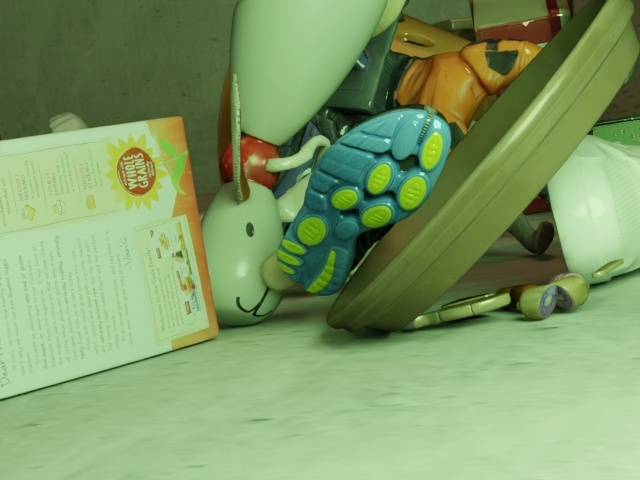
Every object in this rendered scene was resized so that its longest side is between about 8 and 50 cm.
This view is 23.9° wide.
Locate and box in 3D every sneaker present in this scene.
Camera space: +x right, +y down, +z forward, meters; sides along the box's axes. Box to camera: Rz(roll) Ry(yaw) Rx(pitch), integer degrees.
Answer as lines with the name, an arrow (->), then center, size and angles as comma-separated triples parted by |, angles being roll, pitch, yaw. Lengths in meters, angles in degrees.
sneaker -> 0.027, -0.035, 0.961 | 0.078, 0.067, 0.188 | -59, 3, -36
sneaker -> 0.255, -0.038, 1.051 | 0.169, 0.108, 0.292 | -11, 2, 19

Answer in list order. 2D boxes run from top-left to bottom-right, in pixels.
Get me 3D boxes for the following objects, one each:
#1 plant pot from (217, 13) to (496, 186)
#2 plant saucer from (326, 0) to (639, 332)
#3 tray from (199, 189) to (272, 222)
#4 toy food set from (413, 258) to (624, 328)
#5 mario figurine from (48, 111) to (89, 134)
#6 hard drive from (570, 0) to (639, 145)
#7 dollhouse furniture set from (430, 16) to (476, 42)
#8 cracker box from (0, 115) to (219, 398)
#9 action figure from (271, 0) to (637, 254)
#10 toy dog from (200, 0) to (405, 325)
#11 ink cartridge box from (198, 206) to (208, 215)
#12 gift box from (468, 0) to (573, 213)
plant pot -> 0.053, -0.119, 1.571 | 0.203, 0.291, 0.291 | 12, 14, 27
plant saucer -> 0.105, -0.044, 0.942 | 0.278, 0.041, 0.278 | -49, 3, 3
tray -> -0.123, 0.000, 1.371 | 0.145, 0.030, 0.270 | -25, 0, 43
toy food set -> 0.124, 0.038, 0.929 | 0.122, 0.019, 0.078 | -15, 1, 26
mario figurine -> -0.301, -0.038, 1.632 | 0.170, 0.198, 0.320 | 0, 4, 11
hard drive -> 0.366, -0.181, 1.461 | 0.237, 0.339, 0.064 | -8, -36, 14
dollhouse furniture set -> 0.349, -0.219, 2.184 | 0.362, 0.256, 0.394 | -11, 5, -26
cracker box -> -0.180, 0.011, 0.969 | 0.067, 0.156, 0.232 | -5, 6, 43
action figure -> 0.064, -0.075, 1.308 | 0.330, 0.341, 0.178 | 20, -12, 22
toy dog -> 0.002, -0.112, 1.078 | 0.220, 0.334, 0.161 | -8, 5, -42
ink cartridge box -> -0.200, 0.012, 1.855 | 0.179, 0.045, 0.145 | -30, 13, -21
gift box -> 0.290, -0.165, 1.736 | 0.255, 0.276, 0.258 | -5, 20, 7
